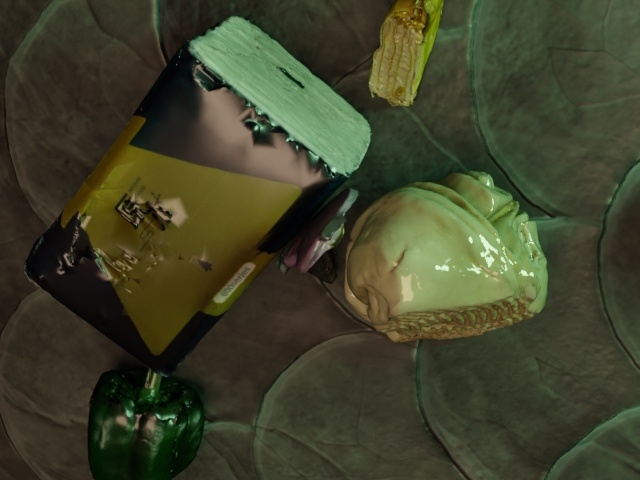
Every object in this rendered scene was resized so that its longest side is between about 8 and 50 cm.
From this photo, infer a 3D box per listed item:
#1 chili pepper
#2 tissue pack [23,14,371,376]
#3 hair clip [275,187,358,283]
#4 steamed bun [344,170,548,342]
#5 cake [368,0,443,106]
[{"bbox_3d":[-0.272,0.254,1.730,0.173,0.165,0.261,16,112,18],"label":"chili pepper"},{"bbox_3d":[-0.166,-0.057,1.534,0.264,0.253,0.416,40,115,-6],"label":"tissue pack"},{"bbox_3d":[0.001,-0.002,1.487,0.110,0.359,0.096,-20,82,-8],"label":"hair clip"},{"bbox_3d":[0.153,0.015,1.487,0.276,0.289,0.203,-30,64,53],"label":"steamed bun"},{"bbox_3d":[0.116,-0.276,1.505,0.079,0.116,0.185,15,145,11],"label":"cake"}]
